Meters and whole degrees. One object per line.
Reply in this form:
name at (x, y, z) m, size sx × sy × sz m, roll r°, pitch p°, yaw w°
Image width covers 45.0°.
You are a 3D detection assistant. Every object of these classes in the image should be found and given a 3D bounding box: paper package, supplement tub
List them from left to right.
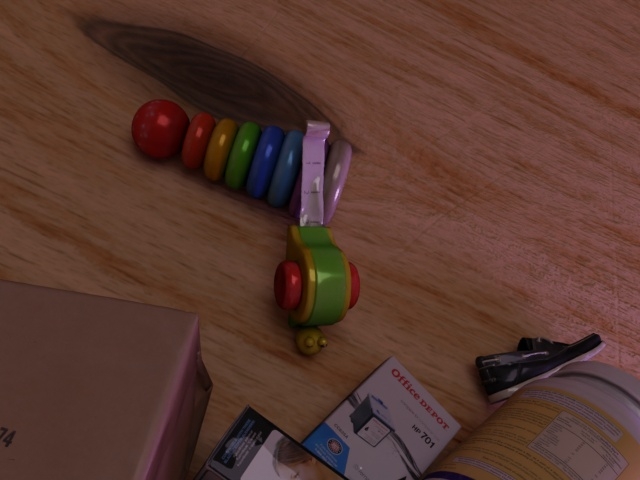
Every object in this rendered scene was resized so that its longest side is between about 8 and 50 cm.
paper package at (-0.311, 0.210, 0.816) m, size 0.325 × 0.168 × 0.309 m, roll 9°, pitch 54°, yaw 7°
supplement tub at (0.287, 0.325, 0.981) m, size 0.331 × 0.241 × 0.241 m, roll -31°, pitch 75°, yaw -32°

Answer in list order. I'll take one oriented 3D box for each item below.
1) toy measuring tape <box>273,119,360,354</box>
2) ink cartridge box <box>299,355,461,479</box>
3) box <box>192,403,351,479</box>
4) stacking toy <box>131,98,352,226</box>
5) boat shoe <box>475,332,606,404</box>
toy measuring tape at (0.000, 0.000, 1.067) m, size 0.121 × 0.121 × 0.330 m, roll 2°, pitch 96°, yaw -20°
ink cartridge box at (0.073, 0.270, 1.031) m, size 0.139 × 0.082 × 0.190 m, roll 45°, pitch 57°, yaw 9°
box at (-0.012, 0.332, 0.910) m, size 0.290 × 0.169 × 0.087 m, roll 37°, pitch 57°, yaw 2°
stacking toy at (-0.126, -0.132, 1.176) m, size 0.330 × 0.141 × 0.141 m, roll 17°, pitch 55°, yaw -5°
boat shoe at (0.343, 0.178, 1.189) m, size 0.233 × 0.084 × 0.079 m, roll -15°, pitch 67°, yaw -25°
